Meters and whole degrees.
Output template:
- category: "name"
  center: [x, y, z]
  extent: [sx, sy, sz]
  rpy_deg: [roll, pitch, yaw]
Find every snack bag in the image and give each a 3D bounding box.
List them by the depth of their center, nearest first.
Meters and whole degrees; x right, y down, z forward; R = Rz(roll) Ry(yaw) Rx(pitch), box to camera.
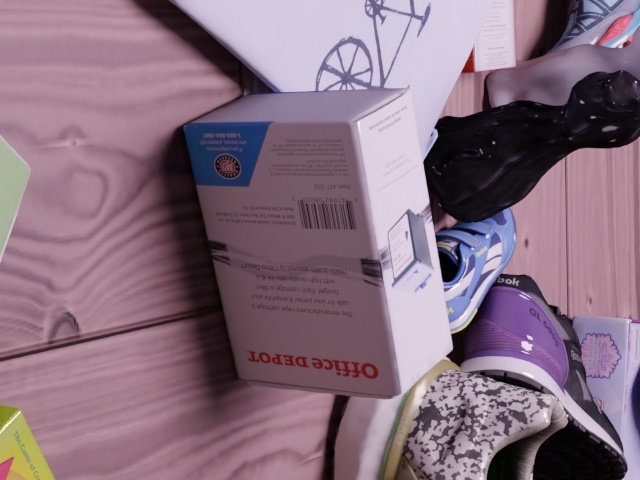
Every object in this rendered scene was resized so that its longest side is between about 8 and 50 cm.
- category: "snack bag"
  center: [0.043, -0.237, 1.090]
  extent: [0.342, 0.037, 0.323]
  rpy_deg: [38, 74, -50]

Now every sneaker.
- category: "sneaker"
  center: [0.098, 0.282, 1.123]
  extent: [0.158, 0.182, 0.411]
  rpy_deg: [9, 85, -54]
- category: "sneaker"
  center: [0.121, 0.010, 1.249]
  extent: [0.059, 0.053, 0.144]
  rpy_deg: [59, 47, -35]
- category: "sneaker"
  center: [0.212, 0.126, 1.339]
  extent: [0.283, 0.107, 0.124]
  rpy_deg: [51, 42, -50]
- category: "sneaker"
  center: [0.270, -0.244, 1.424]
  extent: [0.262, 0.125, 0.104]
  rpy_deg: [-47, 174, -22]

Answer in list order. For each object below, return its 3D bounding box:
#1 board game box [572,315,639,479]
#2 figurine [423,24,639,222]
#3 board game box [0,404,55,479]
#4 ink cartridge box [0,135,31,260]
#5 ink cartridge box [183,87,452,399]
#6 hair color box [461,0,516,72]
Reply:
- category: "board game box"
  center: [0.349, 0.244, 1.568]
  extent: [0.318, 0.065, 0.318]
  rpy_deg: [9, 84, -54]
- category: "figurine"
  center: [0.217, -0.113, 1.228]
  extent: [0.215, 0.209, 0.092]
  rpy_deg: [-41, 106, -46]
- category: "board game box"
  center: [-0.214, 0.180, 0.798]
  extent: [0.181, 0.043, 0.092]
  rpy_deg: [-50, 133, -40]
- category: "ink cartridge box"
  center: [-0.235, -0.013, 0.757]
  extent: [0.235, 0.056, 0.171]
  rpy_deg: [67, 37, -68]
- category: "ink cartridge box"
  center: [0.000, 0.000, 1.006]
  extent: [0.082, 0.139, 0.191]
  rpy_deg: [-36, 121, -49]
- category: "hair color box"
  center: [0.127, -0.213, 1.251]
  extent: [0.072, 0.043, 0.141]
  rpy_deg: [-14, 104, -52]
